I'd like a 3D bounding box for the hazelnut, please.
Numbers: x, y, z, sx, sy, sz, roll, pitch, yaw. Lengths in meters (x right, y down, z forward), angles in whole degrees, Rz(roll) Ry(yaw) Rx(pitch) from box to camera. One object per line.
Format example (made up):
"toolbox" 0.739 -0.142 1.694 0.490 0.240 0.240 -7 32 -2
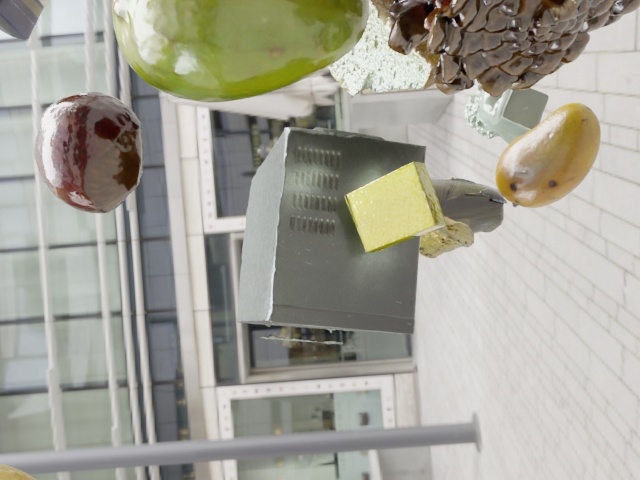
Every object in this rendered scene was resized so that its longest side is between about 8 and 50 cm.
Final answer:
"hazelnut" -0.374 -0.143 1.131 0.161 0.170 0.201 26 108 51

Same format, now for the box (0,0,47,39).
"box" -0.553 -0.524 1.280 0.168 0.071 0.259 115 179 -84

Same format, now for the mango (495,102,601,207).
"mango" 0.344 -0.120 1.025 0.090 0.178 0.115 4 -126 -53

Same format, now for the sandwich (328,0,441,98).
"sandwich" 0.141 -0.368 1.398 0.288 0.100 0.254 53 147 21

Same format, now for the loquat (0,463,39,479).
"loquat" -0.572 0.526 1.099 0.360 0.329 0.328 -22 66 49

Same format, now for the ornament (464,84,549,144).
"ornament" 0.384 -0.259 1.404 0.130 0.121 0.285 -63 12 15

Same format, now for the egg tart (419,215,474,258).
"egg tart" 0.264 -0.048 1.856 0.132 0.341 0.341 -58 4 7

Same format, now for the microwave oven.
"microwave oven" 0.000 0.000 1.249 0.432 0.237 0.374 152 125 -75

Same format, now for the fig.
"fig" -0.097 -0.306 0.867 0.258 0.327 0.257 174 90 -73

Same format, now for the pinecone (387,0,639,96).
"pinecone" 0.207 -0.388 0.830 0.384 0.385 0.384 -4 -90 -89

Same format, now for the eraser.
"eraser" 0.107 -0.046 0.988 0.045 0.122 0.097 -7 -103 -58

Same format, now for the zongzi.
"zongzi" 0.373 -0.070 2.130 0.432 0.404 0.207 -53 -34 -67
